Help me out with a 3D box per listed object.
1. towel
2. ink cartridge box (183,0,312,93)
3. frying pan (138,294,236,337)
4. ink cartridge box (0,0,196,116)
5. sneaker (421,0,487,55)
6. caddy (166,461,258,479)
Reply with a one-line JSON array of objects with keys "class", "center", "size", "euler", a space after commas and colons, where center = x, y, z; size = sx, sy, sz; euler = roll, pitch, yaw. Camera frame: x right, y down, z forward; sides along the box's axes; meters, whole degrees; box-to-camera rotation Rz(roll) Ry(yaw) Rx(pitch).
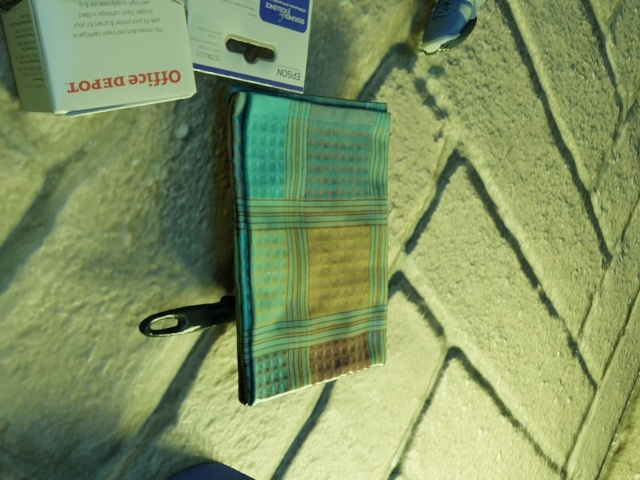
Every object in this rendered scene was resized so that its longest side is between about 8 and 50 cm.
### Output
[{"class": "towel", "center": [0.000, 0.000, 0.843], "size": [0.271, 0.040, 0.371], "euler": [-6, 96, -45]}, {"class": "ink cartridge box", "center": [-0.078, -0.359, 0.722], "size": [0.175, 0.069, 0.371], "euler": [-1, 97, -46]}, {"class": "frying pan", "center": [-0.072, 0.102, 0.839], "size": [0.326, 0.053, 0.197], "euler": [-32, 119, -36]}, {"class": "ink cartridge box", "center": [-0.208, -0.224, 0.603], "size": [0.148, 0.085, 0.203], "euler": [-20, 113, -41]}, {"class": "sneaker", "center": [0.195, -0.360, 1.001], "size": [0.081, 0.080, 0.211], "euler": [49, 55, -33]}, {"class": "caddy", "center": [-0.139, 0.419, 0.752], "size": [0.341, 0.179, 0.241], "euler": [-32, 121, -37]}]
